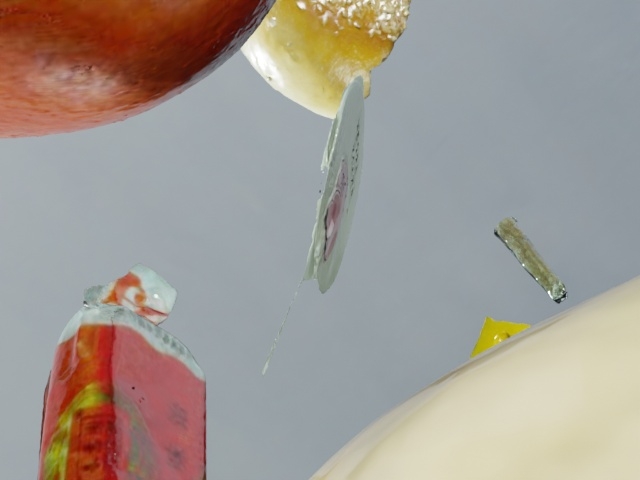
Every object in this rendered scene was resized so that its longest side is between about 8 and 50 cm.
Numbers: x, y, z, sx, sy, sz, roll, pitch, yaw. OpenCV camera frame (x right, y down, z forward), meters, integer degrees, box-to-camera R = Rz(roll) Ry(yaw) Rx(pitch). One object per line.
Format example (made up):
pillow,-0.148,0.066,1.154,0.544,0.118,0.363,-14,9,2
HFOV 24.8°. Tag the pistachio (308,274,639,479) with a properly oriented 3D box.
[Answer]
pistachio,0.114,0.122,0.446,0.229,0.321,0.238,51,-169,-18

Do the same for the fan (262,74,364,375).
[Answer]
fan,0.001,0.000,1.126,0.010,0.310,0.182,9,131,11

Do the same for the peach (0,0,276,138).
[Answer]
peach,-0.167,-0.185,0.685,0.308,0.332,0.308,166,90,-72

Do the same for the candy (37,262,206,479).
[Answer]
candy,-0.095,0.115,0.703,0.059,0.292,0.086,-32,132,29

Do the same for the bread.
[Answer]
bread,-0.010,-0.305,1.524,0.192,0.314,0.171,26,146,-25

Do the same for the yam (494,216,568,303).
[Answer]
yam,0.245,0.021,1.669,0.129,0.033,0.027,53,177,40

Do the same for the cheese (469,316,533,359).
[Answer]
cheese,0.206,0.127,1.226,0.171,0.093,0.126,18,162,15
